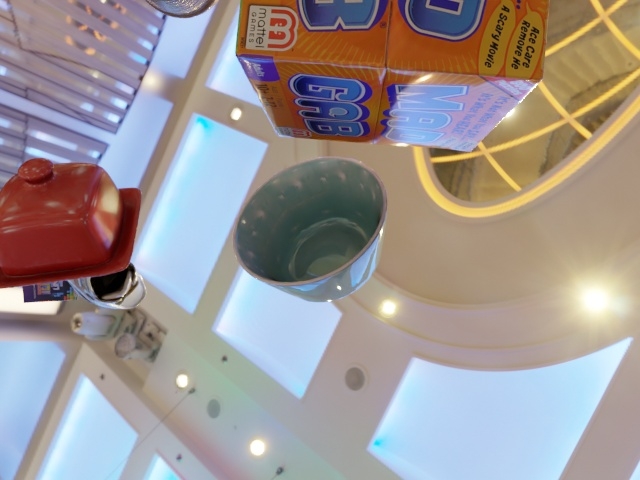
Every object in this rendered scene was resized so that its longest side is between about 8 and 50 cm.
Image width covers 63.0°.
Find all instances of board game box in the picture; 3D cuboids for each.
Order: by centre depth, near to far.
[{"bbox_3d":[0.102,-0.359,0.776,0.356,0.356,0.356,5,-93,3],"label":"board game box"},{"bbox_3d":[-0.749,0.099,1.450,0.048,0.141,0.170,62,-37,40],"label":"board game box"}]

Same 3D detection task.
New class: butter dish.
[{"bbox_3d":[-0.299,-0.039,0.588,0.160,0.118,0.160,-8,-137,-3],"label":"butter dish"}]

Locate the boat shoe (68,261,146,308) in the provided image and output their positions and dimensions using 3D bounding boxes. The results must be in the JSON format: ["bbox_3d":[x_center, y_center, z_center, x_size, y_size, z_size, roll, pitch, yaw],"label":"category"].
[{"bbox_3d":[-0.412,0.078,1.010,0.103,0.302,0.113,29,-104,19],"label":"boat shoe"}]

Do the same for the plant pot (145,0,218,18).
[{"bbox_3d":[-0.325,-0.588,1.108,0.237,0.237,0.109,-22,-153,27],"label":"plant pot"}]

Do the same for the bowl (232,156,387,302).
[{"bbox_3d":[0.000,0.000,1.040,0.312,0.163,0.311,-13,-132,15],"label":"bowl"}]
